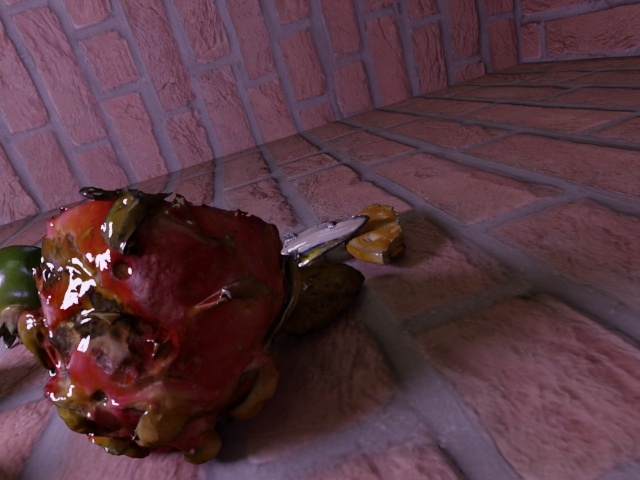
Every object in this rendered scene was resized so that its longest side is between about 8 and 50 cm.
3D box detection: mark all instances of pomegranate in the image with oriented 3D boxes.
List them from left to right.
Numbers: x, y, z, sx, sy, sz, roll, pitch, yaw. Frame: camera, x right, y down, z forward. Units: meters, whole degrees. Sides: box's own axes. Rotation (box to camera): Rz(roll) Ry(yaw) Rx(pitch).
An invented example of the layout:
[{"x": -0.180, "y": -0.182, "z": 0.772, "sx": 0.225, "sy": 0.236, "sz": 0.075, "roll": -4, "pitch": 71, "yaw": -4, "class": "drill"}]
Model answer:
[{"x": -0.643, "y": 0.120, "z": 0.957, "sx": 0.187, "sy": 0.187, "sz": 0.225, "roll": -18, "pitch": 50, "yaw": -4, "class": "pomegranate"}]

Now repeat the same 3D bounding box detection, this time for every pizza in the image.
[{"x": 0.105, "y": -0.009, "z": 0.856, "sx": 0.127, "sy": 0.058, "sz": 0.246, "roll": -20, "pitch": 23, "yaw": -1, "class": "pizza"}]

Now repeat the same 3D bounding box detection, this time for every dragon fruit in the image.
[{"x": -0.163, "y": 0.118, "z": 0.524, "sx": 0.296, "sy": 0.262, "sz": 0.314, "roll": -19, "pitch": -24, "yaw": 37, "class": "dragon fruit"}]

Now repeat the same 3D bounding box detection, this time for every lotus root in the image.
[{"x": -0.002, "y": 0.077, "z": 0.690, "sx": 0.191, "sy": 0.094, "sz": 0.108, "roll": -23, "pitch": 57, "yaw": -27, "class": "lotus root"}]

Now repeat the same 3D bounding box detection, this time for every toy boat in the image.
[{"x": 0.000, "y": 0.000, "z": 0.836, "sx": 0.210, "sy": 0.066, "sz": 0.084, "roll": -26, "pitch": 41, "yaw": 21, "class": "toy boat"}]
